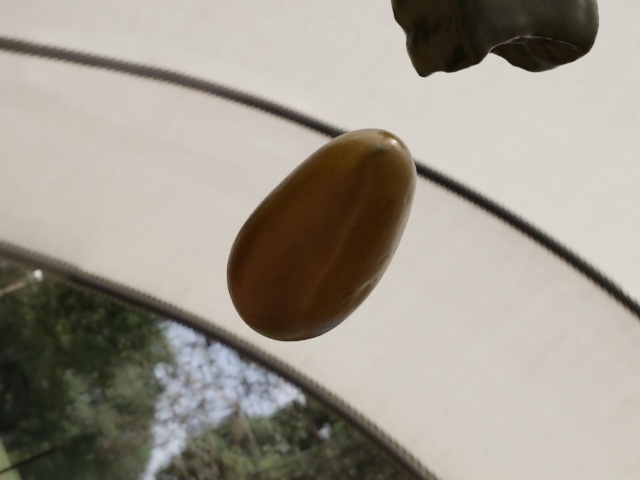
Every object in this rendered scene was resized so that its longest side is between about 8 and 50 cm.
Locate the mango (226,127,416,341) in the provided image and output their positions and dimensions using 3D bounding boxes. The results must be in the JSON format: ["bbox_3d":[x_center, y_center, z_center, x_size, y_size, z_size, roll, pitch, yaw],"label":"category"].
[{"bbox_3d":[0.000,0.000,1.049,0.113,0.138,0.253,55,-36,16],"label":"mango"}]

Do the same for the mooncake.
[{"bbox_3d":[0.146,-0.196,1.100,0.104,0.175,0.168,-28,-139,55],"label":"mooncake"}]
